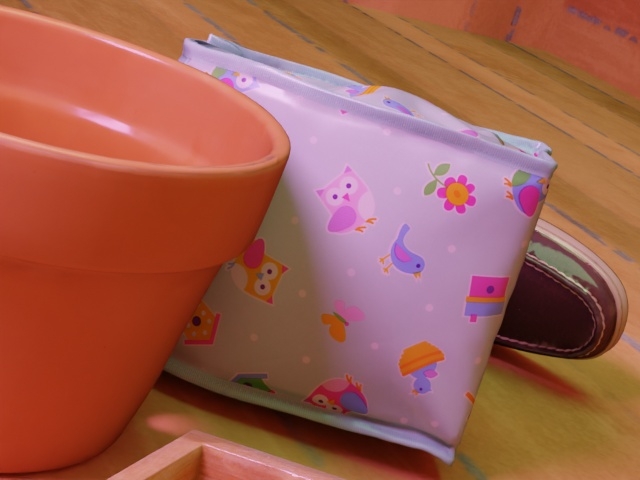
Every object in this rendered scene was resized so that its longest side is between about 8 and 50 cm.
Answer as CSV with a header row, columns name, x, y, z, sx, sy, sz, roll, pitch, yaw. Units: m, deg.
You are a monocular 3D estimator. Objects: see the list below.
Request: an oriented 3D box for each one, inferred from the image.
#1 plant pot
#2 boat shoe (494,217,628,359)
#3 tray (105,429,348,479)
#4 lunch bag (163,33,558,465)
name,x,y,z,sx,sy,sz,roll,pitch,yaw
plant pot,-0.183,-0.004,0.791,0.291,0.203,0.291,16,16,-5
boat shoe,0.079,0.025,1.149,0.342,0.123,0.123,25,32,21
tray,0.074,0.195,0.561,0.411,0.076,0.203,16,15,21
lunch bag,0.000,0.000,0.935,0.262,0.223,0.160,18,11,4
